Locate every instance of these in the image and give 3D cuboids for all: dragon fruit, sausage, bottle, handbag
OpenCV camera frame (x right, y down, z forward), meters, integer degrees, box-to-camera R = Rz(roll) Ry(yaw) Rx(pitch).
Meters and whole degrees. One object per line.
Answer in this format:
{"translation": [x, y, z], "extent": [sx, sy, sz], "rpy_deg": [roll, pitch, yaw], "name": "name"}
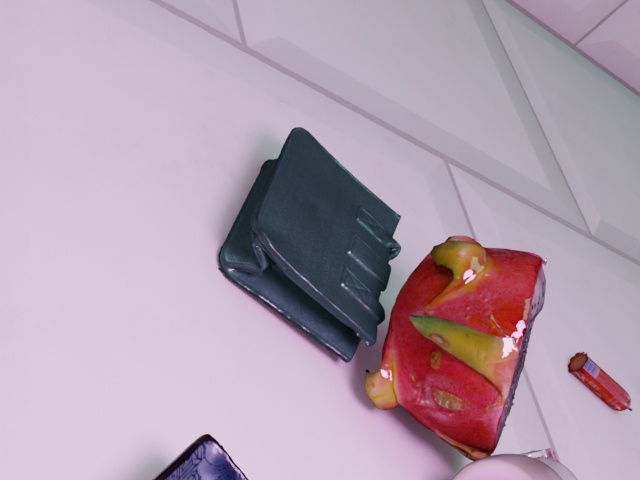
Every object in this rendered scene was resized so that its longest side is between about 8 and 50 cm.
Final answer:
{"translation": [0.181, 0.124, 1.366], "extent": [0.189, 0.291, 0.290], "rpy_deg": [18, 26, 15], "name": "dragon fruit"}
{"translation": [0.502, 0.257, 1.837], "extent": [0.145, 0.048, 0.050], "rpy_deg": [40, -8, -14], "name": "sausage"}
{"translation": [0.266, 0.344, 1.337], "extent": [0.236, 0.147, 0.148], "rpy_deg": [9, 47, -59], "name": "bottle"}
{"translation": [-0.001, 0.000, 1.432], "extent": [0.238, 0.089, 0.326], "rpy_deg": [41, 30, -14], "name": "handbag"}

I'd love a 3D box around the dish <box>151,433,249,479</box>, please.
{"translation": [-0.092, 0.322, 0.946], "extent": [0.243, 0.080, 0.182], "rpy_deg": [51, 30, 1], "name": "dish"}
